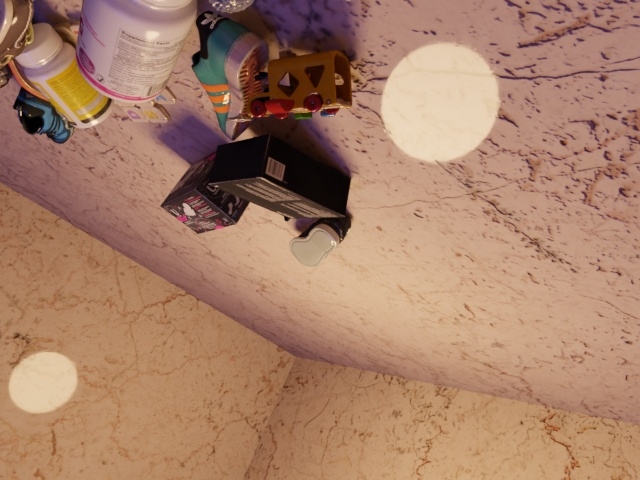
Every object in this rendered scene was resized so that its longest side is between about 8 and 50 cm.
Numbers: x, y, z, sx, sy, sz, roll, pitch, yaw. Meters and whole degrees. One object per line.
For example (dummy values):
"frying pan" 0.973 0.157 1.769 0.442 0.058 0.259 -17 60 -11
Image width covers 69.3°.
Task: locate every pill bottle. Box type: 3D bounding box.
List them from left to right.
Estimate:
"pill bottle" -0.573 -0.363 1.034 0.119 0.119 0.208 15 155 21
"pill bottle" -0.296 -0.364 0.749 0.160 0.160 0.283 33 147 -18

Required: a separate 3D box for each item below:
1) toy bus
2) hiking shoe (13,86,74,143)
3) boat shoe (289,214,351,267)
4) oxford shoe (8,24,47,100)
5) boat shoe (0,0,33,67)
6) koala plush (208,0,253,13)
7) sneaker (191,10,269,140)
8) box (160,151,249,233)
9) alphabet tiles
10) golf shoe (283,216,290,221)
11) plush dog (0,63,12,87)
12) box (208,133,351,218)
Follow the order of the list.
"toy bus" -0.046 -0.262 0.779 0.202 0.104 0.191 -8 -168 -23
"hiking shoe" -0.798 -0.349 1.316 0.113 0.132 0.304 27 157 -7
"boat shoe" 0.000 0.000 1.343 0.114 0.091 0.303 50 154 -8
"oxford shoe" -0.662 -0.422 1.077 0.099 0.096 0.271 -6 157 6
"boat shoe" -0.512 -0.332 0.714 0.325 0.097 0.116 -2 107 40
"koala plush" -0.087 -0.413 0.492 0.196 0.203 0.221 35 134 -21
"sneaker" -0.172 -0.303 0.871 0.121 0.108 0.302 41 159 2
"box" -0.297 -0.133 1.258 0.142 0.163 0.247 42 151 -27
"alphabet tiles" -0.481 -0.382 1.084 0.278 0.021 0.284 11 154 29
"golf shoe" -0.118 -0.126 1.198 0.068 0.085 0.186 -1 145 48
"plush dog" -0.933 -0.462 1.132 0.210 0.262 0.225 54 144 -10
"box" -0.086 -0.132 1.046 0.185 0.103 0.261 -2 163 42
